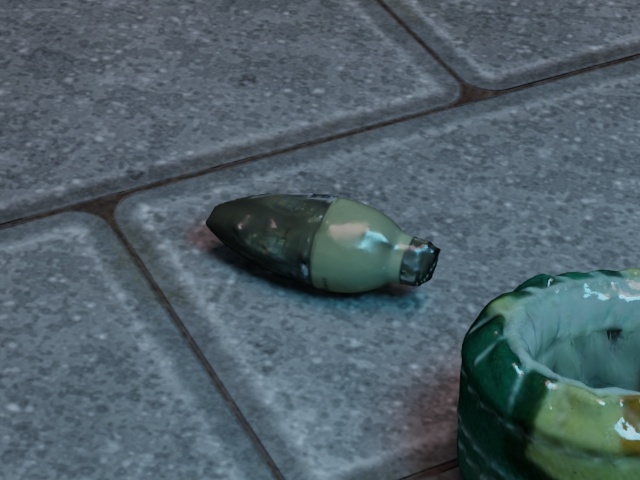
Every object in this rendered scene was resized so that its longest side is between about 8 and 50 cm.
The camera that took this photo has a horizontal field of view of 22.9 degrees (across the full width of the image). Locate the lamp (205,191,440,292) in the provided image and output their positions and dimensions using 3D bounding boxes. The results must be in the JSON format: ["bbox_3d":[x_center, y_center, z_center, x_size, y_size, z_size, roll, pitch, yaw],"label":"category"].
[{"bbox_3d":[0.000,0.000,1.637,0.250,0.101,0.101,14,40,16],"label":"lamp"}]

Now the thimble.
[{"bbox_3d":[0.263,0.144,1.411,0.288,0.167,0.254,-20,36,-36],"label":"thimble"}]
